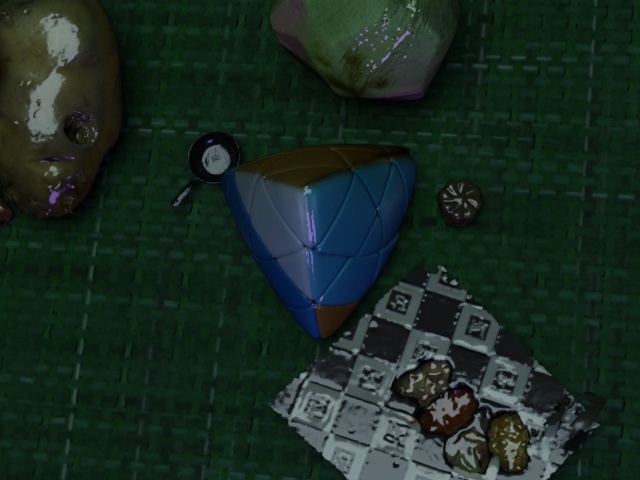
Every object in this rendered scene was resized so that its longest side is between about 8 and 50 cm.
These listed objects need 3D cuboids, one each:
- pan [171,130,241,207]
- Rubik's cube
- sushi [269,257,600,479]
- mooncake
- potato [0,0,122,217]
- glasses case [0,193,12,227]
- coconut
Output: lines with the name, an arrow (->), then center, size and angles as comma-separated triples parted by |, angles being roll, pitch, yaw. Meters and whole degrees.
pan -> -0.147, -0.085, 1.797 | 0.068, 0.023, 0.115 | 39, 83, 15
Rubik's cube -> 0.000, 0.000, 1.657 | 0.254, 0.254, 0.254 | -2, 77, 9
sushi -> 0.135, 0.203, 1.667 | 0.264, 0.050, 0.290 | -44, 73, -9
mooncake -> 0.224, 0.076, 1.663 | 0.150, 0.057, 0.347 | -40, 63, -9
potato -> -0.343, -0.175, 1.791 | 0.191, 0.141, 0.296 | 1, 83, 12
glasses case -> -0.463, -0.085, 1.842 | 0.064, 0.041, 0.170 | -39, 74, 12
coconut -> 0.051, -0.268, 1.717 | 0.235, 0.236, 0.205 | -6, 53, 8
